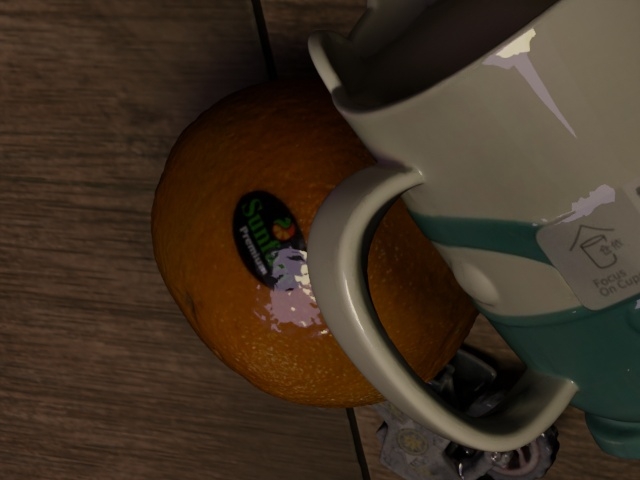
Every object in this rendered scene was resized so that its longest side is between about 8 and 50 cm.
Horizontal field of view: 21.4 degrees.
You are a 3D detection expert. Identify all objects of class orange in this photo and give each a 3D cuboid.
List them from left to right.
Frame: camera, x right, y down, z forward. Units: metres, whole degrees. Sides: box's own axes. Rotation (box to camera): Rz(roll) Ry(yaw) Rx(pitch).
[{"bbox_3d":[0.000,0.000,0.989,0.206,0.206,0.206,14,129,18],"label":"orange"}]

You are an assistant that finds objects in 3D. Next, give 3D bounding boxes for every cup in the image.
[{"bbox_3d":[0.128,-0.029,0.845,0.257,0.290,0.219,54,163,-18],"label":"cup"}]

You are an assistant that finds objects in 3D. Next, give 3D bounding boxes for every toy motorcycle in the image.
[{"bbox_3d":[0.052,0.111,1.124,0.215,0.080,0.122,26,130,14],"label":"toy motorcycle"}]
